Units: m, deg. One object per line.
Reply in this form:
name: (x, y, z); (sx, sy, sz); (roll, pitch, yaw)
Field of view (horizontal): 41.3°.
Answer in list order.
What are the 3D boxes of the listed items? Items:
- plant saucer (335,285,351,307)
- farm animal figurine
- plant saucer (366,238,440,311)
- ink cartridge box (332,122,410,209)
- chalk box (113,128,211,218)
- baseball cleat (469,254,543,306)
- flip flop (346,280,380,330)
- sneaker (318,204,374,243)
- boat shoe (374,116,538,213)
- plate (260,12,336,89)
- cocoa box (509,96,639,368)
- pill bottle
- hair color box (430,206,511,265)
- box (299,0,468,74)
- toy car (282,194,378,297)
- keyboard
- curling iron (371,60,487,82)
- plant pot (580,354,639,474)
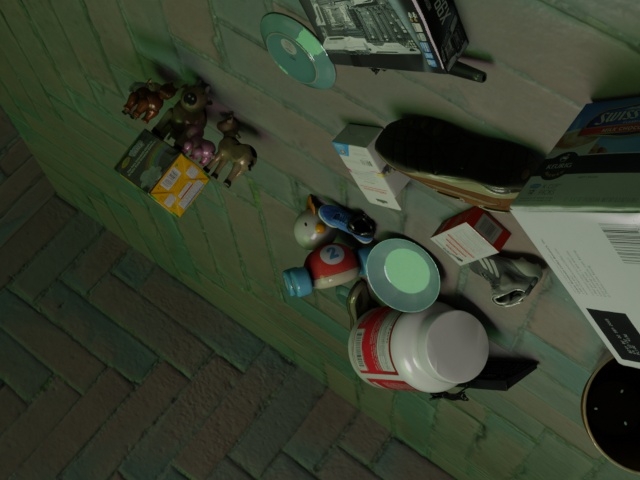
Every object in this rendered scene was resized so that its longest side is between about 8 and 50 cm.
plant saucer: (0.089, 0.183, 2.574); (0.119, 0.021, 0.119); (34, 159, 15)
farm animal figurine: (-0.310, -0.294, 2.090); (0.330, 0.172, 0.327); (39, 174, -20)
plant saucer: (0.204, 0.078, 2.042); (0.194, 0.037, 0.195); (13, 119, 25)
ink cartridge box: (0.114, -0.152, 1.758); (0.104, 0.061, 0.181); (18, 150, 47)
chalk box: (-0.402, -0.173, 2.082); (0.213, 0.132, 0.132); (34, 174, 39)
baseball cleat: (0.359, 0.078, 1.739); (0.072, 0.109, 0.206); (42, 163, -21)
flip flop: (0.140, 0.217, 2.459); (0.080, 0.112, 0.277); (14, 146, 22)
sneaker: (0.065, -0.050, 2.061); (0.152, 0.058, 0.084); (33, 165, 6)
boat shoe: (0.241, -0.121, 1.517); (0.324, 0.123, 0.120); (26, 159, 36)
plate: (-0.051, -0.362, 1.662); (0.188, 0.024, 0.188); (35, 160, 15)
cocoa box: (0.480, -0.003, 1.175); (0.347, 0.228, 0.231); (49, 158, -24)
pill bottle: (0.248, 0.273, 2.178); (0.229, 0.229, 0.407); (44, 160, -11)
hair color box: (0.305, -0.008, 1.738); (0.093, 0.053, 0.167); (41, 159, -7)
box: (0.063, -0.398, 1.281); (0.242, 0.076, 0.307); (15, 150, 40)
toy car: (0.000, 0.000, 2.150); (0.210, 0.219, 0.238); (169, 84, -78)
keyboard: (0.388, 0.352, 2.154); (0.033, 0.201, 0.317); (63, 155, -5)
curling iron: (0.165, -0.296, 1.400); (0.274, 0.035, 0.068); (22, 150, 43)
plant pot: (0.622, 0.337, 1.706); (0.237, 0.237, 0.254); (37, 175, 9)
